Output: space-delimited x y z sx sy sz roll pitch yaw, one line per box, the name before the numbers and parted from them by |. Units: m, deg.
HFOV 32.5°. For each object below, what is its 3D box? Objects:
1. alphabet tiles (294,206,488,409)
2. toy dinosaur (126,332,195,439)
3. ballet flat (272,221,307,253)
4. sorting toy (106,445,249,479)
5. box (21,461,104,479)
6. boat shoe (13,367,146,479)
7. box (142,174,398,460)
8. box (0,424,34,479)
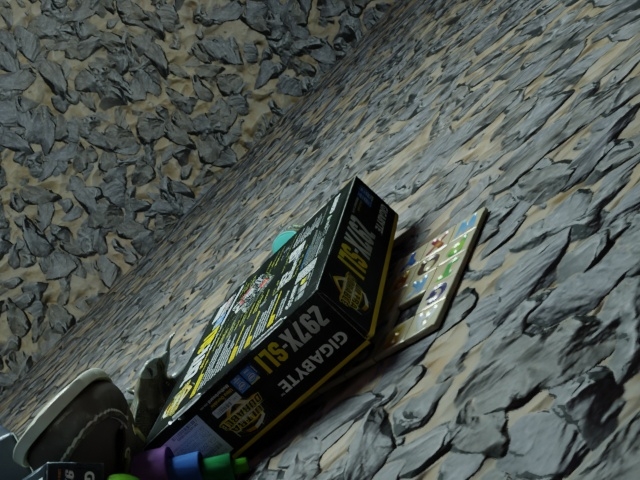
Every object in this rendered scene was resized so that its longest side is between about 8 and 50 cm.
alphabet tiles | 0.056 0.073 1.092 0.237 0.009 0.198 -34 15 37
toy dinosaur | -0.253 0.244 1.351 0.160 0.121 0.313 -38 1 -38
ballet flat | 0.000 0.000 1.445 0.070 0.070 0.188 -49 14 -22
sorting toy | -0.102 0.246 0.873 0.126 0.127 0.365 -14 11 1
box | -0.244 0.297 0.939 0.220 0.051 0.175 -37 51 52
boat shoe | -0.221 0.213 1.074 0.116 0.097 0.324 -43 -9 -21
box | -0.041 0.086 1.164 0.257 0.079 0.322 -45 9 21
box | -0.465 0.348 1.258 0.296 0.182 0.294 -26 6 -22
